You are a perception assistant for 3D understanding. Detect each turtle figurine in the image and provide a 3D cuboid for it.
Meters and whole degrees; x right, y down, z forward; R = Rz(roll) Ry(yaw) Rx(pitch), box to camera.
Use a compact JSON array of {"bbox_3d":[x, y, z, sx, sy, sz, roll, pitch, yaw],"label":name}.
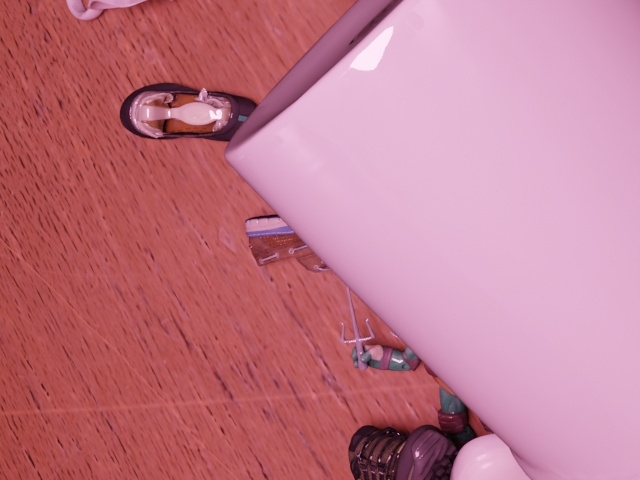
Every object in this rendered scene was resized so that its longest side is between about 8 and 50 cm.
[{"bbox_3d":[0.127,0.130,0.871,0.234,0.118,0.175,62,155,-6],"label":"turtle figurine"}]

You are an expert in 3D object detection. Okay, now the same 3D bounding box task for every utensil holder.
[{"bbox_3d":[0.167,-0.039,0.658,0.328,0.327,0.385,-40,104,22],"label":"utensil holder"}]

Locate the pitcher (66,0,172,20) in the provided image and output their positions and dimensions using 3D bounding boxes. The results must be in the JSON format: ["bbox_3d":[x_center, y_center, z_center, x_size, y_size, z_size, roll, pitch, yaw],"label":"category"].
[{"bbox_3d":[-0.270,-0.375,1.019,0.178,0.125,0.207,-1,106,40],"label":"pitcher"}]

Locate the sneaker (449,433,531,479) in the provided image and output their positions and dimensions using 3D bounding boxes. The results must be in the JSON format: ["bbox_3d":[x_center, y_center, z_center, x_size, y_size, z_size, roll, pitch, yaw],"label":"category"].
[{"bbox_3d":[0.199,0.318,0.807,0.106,0.123,0.290,-17,115,-1],"label":"sneaker"}]

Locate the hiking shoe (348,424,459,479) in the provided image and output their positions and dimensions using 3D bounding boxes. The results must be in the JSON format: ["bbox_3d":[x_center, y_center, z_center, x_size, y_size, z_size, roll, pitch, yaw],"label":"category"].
[{"bbox_3d":[0.072,0.236,0.874,0.114,0.086,0.226,37,151,21],"label":"hiking shoe"}]

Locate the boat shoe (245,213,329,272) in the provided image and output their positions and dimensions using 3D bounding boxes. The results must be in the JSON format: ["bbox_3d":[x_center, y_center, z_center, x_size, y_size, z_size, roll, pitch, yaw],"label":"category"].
[{"bbox_3d":[0.000,0.000,0.957,0.183,0.066,0.066,-2,99,35],"label":"boat shoe"}]

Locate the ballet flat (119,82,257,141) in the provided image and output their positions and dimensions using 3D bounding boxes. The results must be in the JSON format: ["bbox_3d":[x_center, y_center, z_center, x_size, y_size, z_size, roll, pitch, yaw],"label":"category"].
[{"bbox_3d":[-0.170,-0.153,1.012,0.203,0.074,0.074,7,98,24],"label":"ballet flat"}]
